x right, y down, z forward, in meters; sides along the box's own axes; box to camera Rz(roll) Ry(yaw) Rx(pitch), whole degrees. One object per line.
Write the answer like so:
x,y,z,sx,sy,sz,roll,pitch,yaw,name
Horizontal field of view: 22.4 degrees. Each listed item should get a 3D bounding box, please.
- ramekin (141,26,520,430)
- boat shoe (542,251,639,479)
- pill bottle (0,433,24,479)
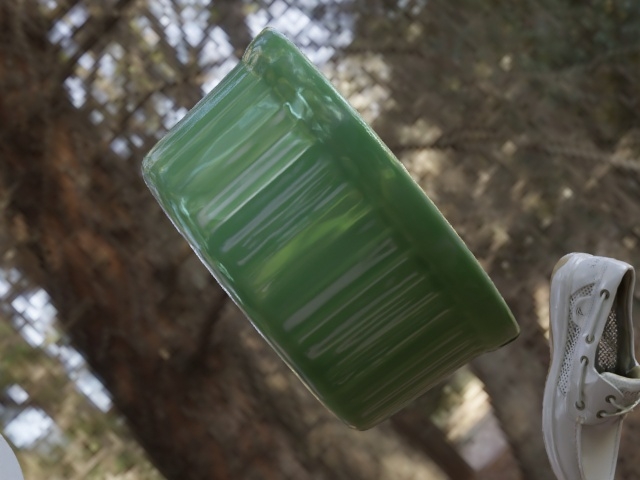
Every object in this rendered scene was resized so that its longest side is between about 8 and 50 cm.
0.000,0.000,1.231,0.148,0.303,0.303,-39,-8,0,ramekin
0.305,0.154,1.756,0.096,0.277,0.098,6,14,42,boat shoe
-0.292,0.191,1.015,0.208,0.119,0.119,-31,-2,22,pill bottle
